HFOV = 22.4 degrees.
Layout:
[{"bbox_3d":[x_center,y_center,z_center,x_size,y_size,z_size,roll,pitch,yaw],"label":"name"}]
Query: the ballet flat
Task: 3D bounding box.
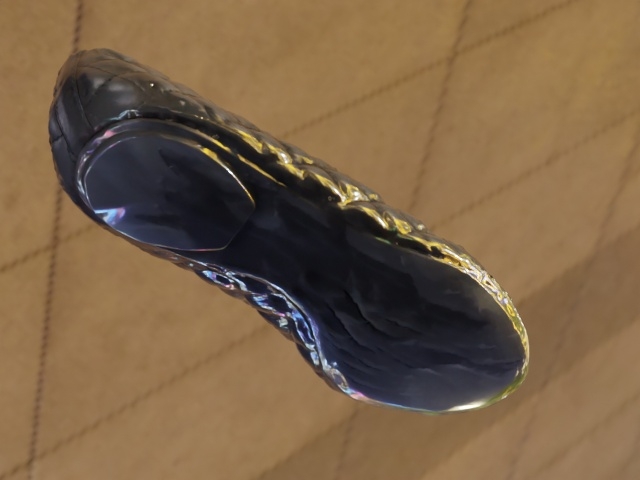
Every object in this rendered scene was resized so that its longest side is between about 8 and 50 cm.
[{"bbox_3d":[0.000,0.000,0.437,0.057,0.049,0.173,-39,130,20],"label":"ballet flat"}]
